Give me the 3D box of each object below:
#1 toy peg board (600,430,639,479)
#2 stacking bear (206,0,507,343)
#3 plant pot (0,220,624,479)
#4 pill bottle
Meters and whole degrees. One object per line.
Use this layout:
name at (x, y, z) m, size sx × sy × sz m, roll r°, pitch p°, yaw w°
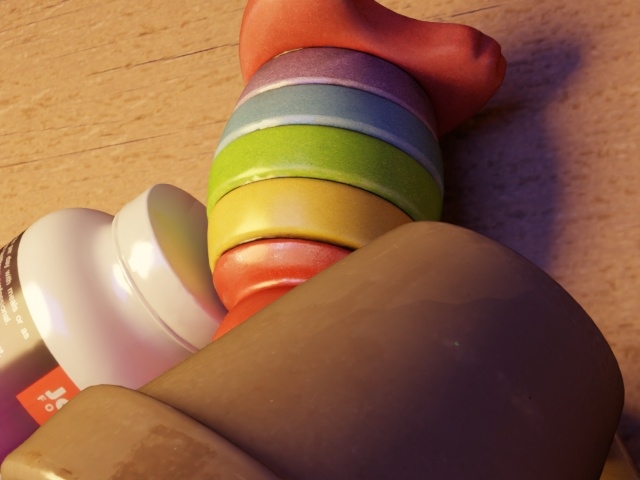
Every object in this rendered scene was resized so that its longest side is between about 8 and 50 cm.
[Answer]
toy peg board at (0.086, 0.128, 0.738) m, size 0.161 × 0.079 × 0.160 m, roll -34°, pitch 52°, yaw 17°
stacking bear at (0.000, 0.000, 0.787) m, size 0.164 × 0.175 × 0.289 m, roll -45°, pitch 30°, yaw 55°
plant pot at (0.020, 0.114, 0.591) m, size 0.263 × 0.263 × 0.229 m, roll 21°, pitch 58°, yaw 41°
pill bottle at (-0.201, 0.100, 0.892) m, size 0.323 × 0.181 × 0.181 m, roll -35°, pitch 52°, yaw 18°
